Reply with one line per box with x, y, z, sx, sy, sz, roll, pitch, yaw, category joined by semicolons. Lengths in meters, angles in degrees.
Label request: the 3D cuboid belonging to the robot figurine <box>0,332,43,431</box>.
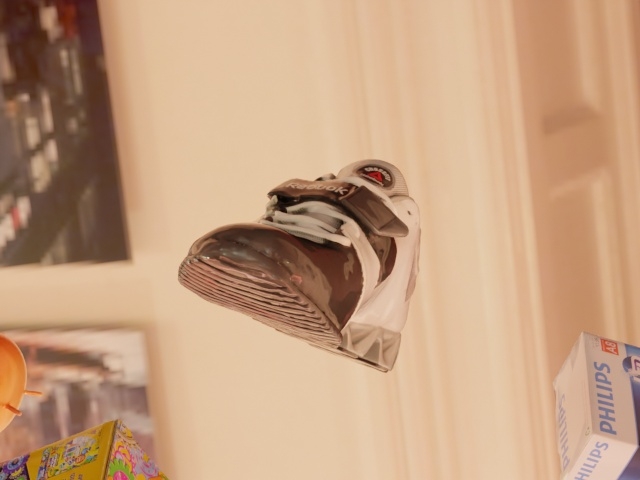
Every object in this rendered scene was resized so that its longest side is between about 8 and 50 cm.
-0.413;0.142;1.659;0.219;0.128;0.158;18;145;2;robot figurine

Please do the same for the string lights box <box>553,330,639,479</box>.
0.345;0.184;1.392;0.259;0.077;0.133;16;-141;-9;string lights box

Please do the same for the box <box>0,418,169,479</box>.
-0.168;0.300;0.916;0.279;0.290;0.177;-23;-147;19;box

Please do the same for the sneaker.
0.000;0.000;1.091;0.122;0.146;0.330;21;177;15;sneaker
